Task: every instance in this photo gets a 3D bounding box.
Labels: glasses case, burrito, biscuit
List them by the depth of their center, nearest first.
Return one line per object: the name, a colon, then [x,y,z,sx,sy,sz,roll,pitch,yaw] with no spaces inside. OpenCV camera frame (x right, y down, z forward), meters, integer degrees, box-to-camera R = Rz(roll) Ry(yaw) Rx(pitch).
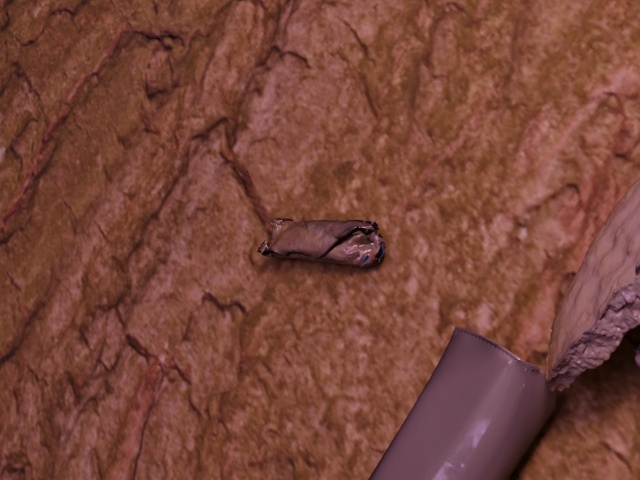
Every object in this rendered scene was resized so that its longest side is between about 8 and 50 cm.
biscuit: [0.278,0.023,1.353,0.265,0.040,0.188,-60,10,-2]
glasses case: [0.114,0.234,1.456,0.128,0.083,0.308,40,103,48]
burrito: [0.001,0.001,1.667,0.171,0.042,0.051,1,73,45]

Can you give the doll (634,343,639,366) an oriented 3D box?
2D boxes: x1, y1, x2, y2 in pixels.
doll: [0.332,0.117,1.295,0.149,0.095,0.192,144,136,-64]
